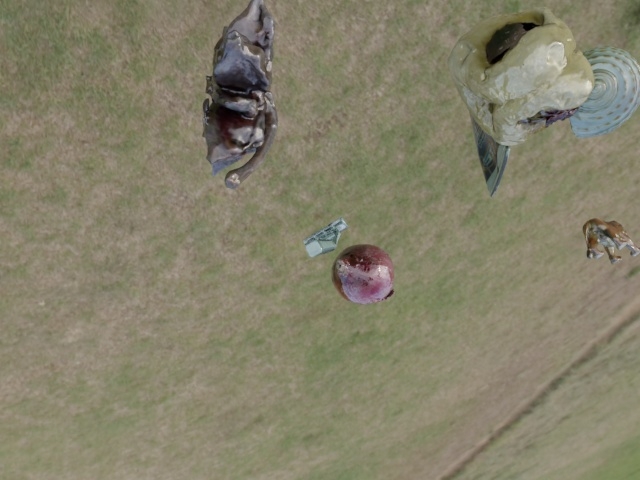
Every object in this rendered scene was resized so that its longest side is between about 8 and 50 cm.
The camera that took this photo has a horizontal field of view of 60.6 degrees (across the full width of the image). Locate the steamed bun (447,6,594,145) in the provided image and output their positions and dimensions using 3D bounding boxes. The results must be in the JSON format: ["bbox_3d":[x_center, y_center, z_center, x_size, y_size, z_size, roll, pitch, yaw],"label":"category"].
[{"bbox_3d":[0.263,-0.206,0.679,0.141,0.155,0.172,-35,104,2],"label":"steamed bun"}]

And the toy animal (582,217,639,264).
[{"bbox_3d":[0.891,-0.011,1.709,0.313,0.157,0.097,10,133,-40],"label":"toy animal"}]

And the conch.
[{"bbox_3d":[0.424,-0.216,0.817,0.153,0.102,0.135,-5,113,-38],"label":"conch"}]

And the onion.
[{"bbox_3d":[0.090,0.078,1.338,0.159,0.159,0.195,-44,147,20],"label":"onion"}]

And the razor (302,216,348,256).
[{"bbox_3d":[0.005,0.010,1.185,0.111,0.056,0.278,-30,-177,8],"label":"razor"}]

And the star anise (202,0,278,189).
[{"bbox_3d":[-0.094,-0.162,0.646,0.089,0.231,0.209,0,173,-12],"label":"star anise"}]

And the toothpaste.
[{"bbox_3d":[0.311,-0.231,1.027,0.061,0.392,0.098,8,131,3],"label":"toothpaste"}]
